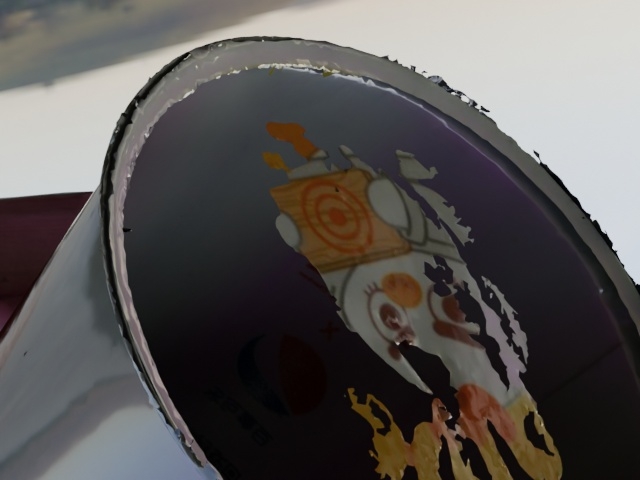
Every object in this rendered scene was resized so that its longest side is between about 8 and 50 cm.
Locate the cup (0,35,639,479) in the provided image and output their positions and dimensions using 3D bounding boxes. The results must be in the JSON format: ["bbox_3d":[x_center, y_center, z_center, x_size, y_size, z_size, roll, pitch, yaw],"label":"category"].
[{"bbox_3d":[-0.051,0.098,0.575,0.203,0.203,0.288,-24,166,-49],"label":"cup"}]

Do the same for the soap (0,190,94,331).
[{"bbox_3d":[-0.151,0.087,0.954,0.325,0.220,0.127,-5,-147,9],"label":"soap"}]
